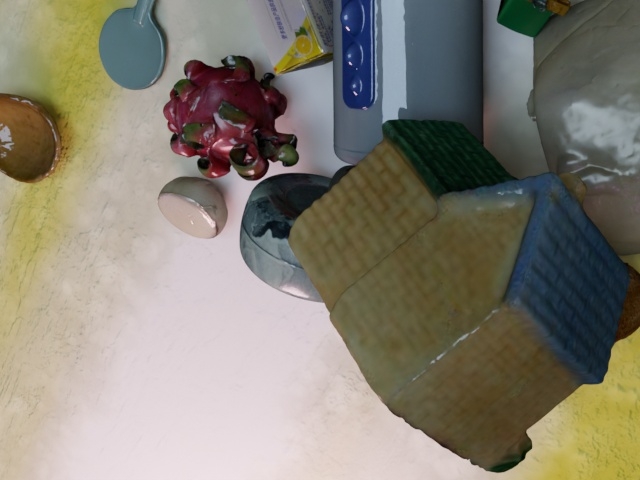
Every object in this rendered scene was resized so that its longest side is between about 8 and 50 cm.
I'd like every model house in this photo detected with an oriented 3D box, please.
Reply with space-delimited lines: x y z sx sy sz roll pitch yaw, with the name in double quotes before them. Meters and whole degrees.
"model house" 0.199 0.036 1.247 0.342 0.334 0.382 -43 47 9

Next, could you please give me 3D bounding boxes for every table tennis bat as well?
"table tennis bat" -0.340 -0.394 1.763 0.149 0.038 0.237 32 120 16

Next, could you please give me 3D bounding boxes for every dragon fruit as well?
"dragon fruit" -0.151 -0.192 1.631 0.273 0.218 0.198 64 152 22

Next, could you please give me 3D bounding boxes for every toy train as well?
"toy train" 0.316 -0.390 1.367 0.091 0.228 0.136 21 143 -6

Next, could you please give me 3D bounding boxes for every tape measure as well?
"tape measure" 0.000 0.000 1.585 0.274 0.256 0.147 23 117 13

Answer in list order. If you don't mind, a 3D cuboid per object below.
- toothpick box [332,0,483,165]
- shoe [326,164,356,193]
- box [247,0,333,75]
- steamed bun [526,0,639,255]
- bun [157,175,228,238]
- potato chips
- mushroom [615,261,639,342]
"toothpick box" 0.125 -0.297 1.438 0.262 0.263 0.355 5 106 24
"shoe" 0.089 -0.043 1.467 0.093 0.241 0.108 31 97 54
"box" -0.044 -0.415 1.540 0.097 0.168 0.265 -18 98 32
"steamed bun" 0.433 -0.157 1.343 0.246 0.236 0.384 -13 99 27
"bun" -0.230 -0.074 1.773 0.138 0.094 0.138 21 148 14
"potato chips" -0.603 -0.214 1.925 0.208 0.062 0.195 -14 104 27
"mushroom" 0.352 0.101 1.462 0.296 0.278 0.163 -6 79 15
